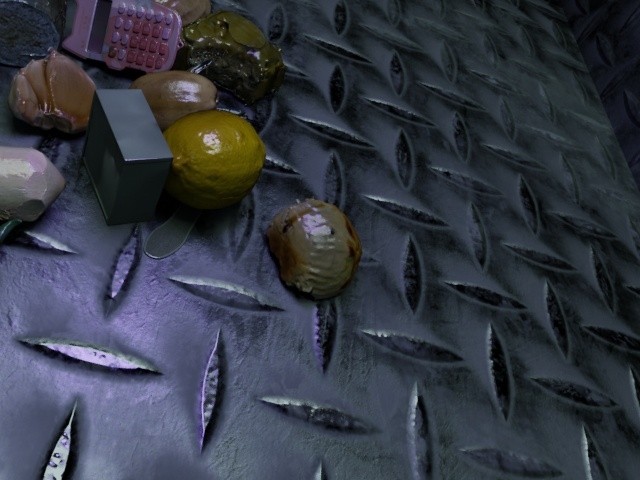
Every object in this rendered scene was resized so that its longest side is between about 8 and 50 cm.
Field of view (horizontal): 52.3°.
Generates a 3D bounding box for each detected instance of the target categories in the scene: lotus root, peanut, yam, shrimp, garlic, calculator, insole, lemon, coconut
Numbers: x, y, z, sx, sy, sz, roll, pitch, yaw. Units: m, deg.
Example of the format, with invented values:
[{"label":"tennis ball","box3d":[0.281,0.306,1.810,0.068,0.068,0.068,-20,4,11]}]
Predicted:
[{"label":"lotus root","box3d":[-0.423,-0.355,1.727,0.310,0.182,0.182,-4,52,-10]},{"label":"peanut","box3d":[-0.488,-0.695,1.985,0.340,0.174,0.158,-31,83,-28]},{"label":"yam","box3d":[-0.783,-0.612,1.745,0.201,0.202,0.271,23,38,-42]},{"label":"shrimp","box3d":[-0.286,-0.412,1.868,0.262,0.051,0.198,7,92,-20]},{"label":"garlic","box3d":[-0.667,-0.364,1.648,0.217,0.110,0.227,16,56,-33]},{"label":"calculator","box3d":[-0.547,-0.584,1.841,0.330,0.220,0.048,13,1,-1]},{"label":"insole","box3d":[-0.354,-0.030,1.599,0.080,0.003,0.232,31,44,-2]},{"label":"lemon","box3d":[-0.274,-0.200,1.616,0.261,0.260,0.284,28,30,-5]},{"label":"coconut","box3d":[-0.645,-0.119,1.402,0.183,0.171,0.170,5,50,-23]}]

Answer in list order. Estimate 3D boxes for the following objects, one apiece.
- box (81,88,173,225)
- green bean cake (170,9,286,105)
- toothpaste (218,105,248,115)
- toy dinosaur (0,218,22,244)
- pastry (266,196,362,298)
[{"label":"box","box3d":[-0.456,-0.196,1.528,0.117,0.225,0.225,-9,58,-35]},{"label":"green bean cake","box3d":[-0.276,-0.554,1.966,0.310,0.202,0.285,37,46,5]},{"label":"toothpaste","box3d":[-0.307,-0.376,1.909,0.197,0.035,0.057,5,60,-23]},{"label":"toy dinosaur","box3d":[-0.712,0.051,1.275,0.120,0.079,0.292,27,46,-14]},{"label":"pastry","box3d":[0.008,0.006,1.657,0.237,0.170,0.256,-6,61,-30]}]
